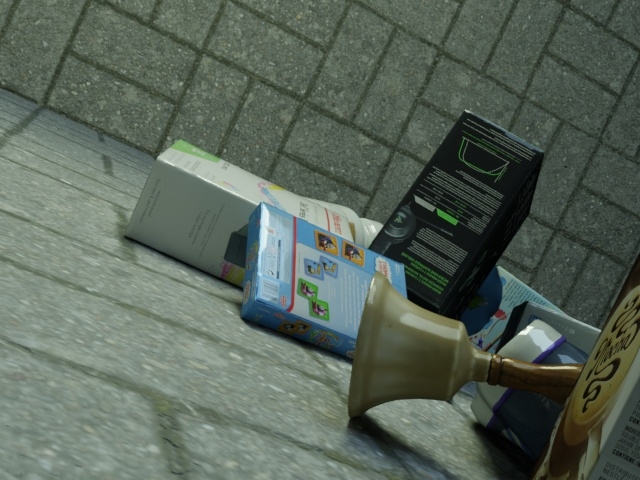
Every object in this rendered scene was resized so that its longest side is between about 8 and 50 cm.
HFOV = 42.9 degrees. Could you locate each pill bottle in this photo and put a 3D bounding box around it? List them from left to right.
[{"bbox_3d":[0.000,0.000,1.364,0.229,0.131,0.131,11,12,-37],"label":"pill bottle"}]

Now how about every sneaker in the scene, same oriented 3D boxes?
[{"bbox_3d":[0.275,0.208,0.815,0.236,0.130,0.323,45,-1,22],"label":"sneaker"}]

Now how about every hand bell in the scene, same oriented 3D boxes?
[{"bbox_3d":[0.153,0.107,0.672,0.241,0.126,0.126,9,1,10],"label":"hand bell"}]

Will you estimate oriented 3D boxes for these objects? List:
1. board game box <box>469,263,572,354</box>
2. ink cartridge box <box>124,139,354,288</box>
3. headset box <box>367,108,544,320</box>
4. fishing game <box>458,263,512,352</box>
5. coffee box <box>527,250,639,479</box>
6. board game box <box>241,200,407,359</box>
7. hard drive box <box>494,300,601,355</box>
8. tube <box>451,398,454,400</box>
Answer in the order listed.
[{"bbox_3d":[0.318,0.125,1.520,0.275,0.144,0.142,36,3,1],"label":"board game box"},{"bbox_3d":[-0.072,-0.006,1.140,0.353,0.119,0.207,25,12,-8],"label":"ink cartridge box"},{"bbox_3d":[0.190,-0.002,1.197,0.131,0.283,0.246,32,-10,18],"label":"headset box"},{"bbox_3d":[0.219,0.095,1.373,0.264,0.189,0.041,37,23,-14],"label":"fishing game"},{"bbox_3d":[0.249,0.101,0.544,0.118,0.297,0.168,26,3,9],"label":"coffee box"},{"bbox_3d":[0.011,0.057,0.963,0.211,0.039,0.160,23,40,-22],"label":"board game box"},{"bbox_3d":[0.393,0.179,1.223,0.232,0.089,0.181,22,-4,10],"label":"hard drive box"},{"bbox_3d":[0.144,0.152,1.056,0.080,0.052,0.207,50,7,3],"label":"tube"}]
